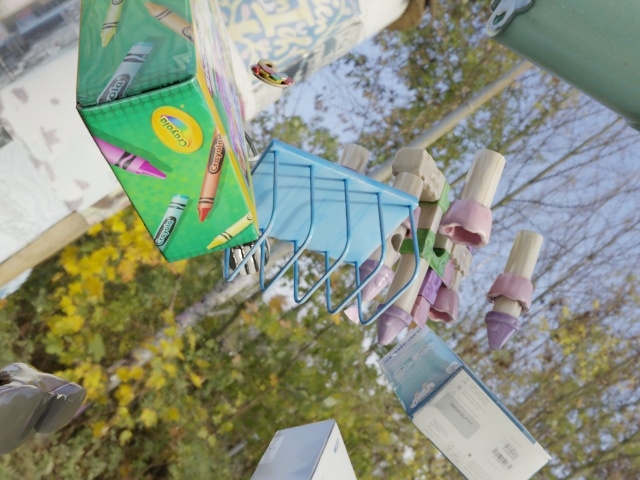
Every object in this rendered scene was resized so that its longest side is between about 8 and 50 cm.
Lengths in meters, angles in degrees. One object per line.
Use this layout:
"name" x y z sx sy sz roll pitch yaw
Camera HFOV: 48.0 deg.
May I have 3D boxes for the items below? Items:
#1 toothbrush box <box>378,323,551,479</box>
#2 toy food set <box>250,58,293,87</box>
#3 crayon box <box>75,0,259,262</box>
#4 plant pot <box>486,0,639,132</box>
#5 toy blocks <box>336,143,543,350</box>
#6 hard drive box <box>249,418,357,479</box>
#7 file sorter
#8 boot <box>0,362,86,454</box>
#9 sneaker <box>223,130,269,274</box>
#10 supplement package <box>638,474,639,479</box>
"toothbrush box" 0.233 0.286 1.240 0.216 0.126 0.295 47 0 -7
"toy food set" -0.093 -0.312 1.350 0.082 0.020 0.083 33 27 10
"crayon box" -0.121 -0.144 0.581 0.165 0.081 0.279 74 3 -51
"plant pot" 0.432 -0.327 0.975 0.334 0.341 0.341 24 -10 -5
"toy blocks" 0.128 0.040 1.053 0.308 0.260 0.288 10 -22 36
"hard drive box" -0.002 0.373 0.897 0.181 0.089 0.232 -45 118 -72
"file sorter" 0.000 0.000 0.721 0.170 0.118 0.105 20 44 -23
"boot" -0.490 0.255 1.137 0.115 0.112 0.305 31 -4 8
"sneaker" -0.133 -0.073 1.045 0.132 0.086 0.229 -122 -156 -59
"supplement package" 0.553 0.266 0.892 0.198 0.262 0.199 26 -41 42
